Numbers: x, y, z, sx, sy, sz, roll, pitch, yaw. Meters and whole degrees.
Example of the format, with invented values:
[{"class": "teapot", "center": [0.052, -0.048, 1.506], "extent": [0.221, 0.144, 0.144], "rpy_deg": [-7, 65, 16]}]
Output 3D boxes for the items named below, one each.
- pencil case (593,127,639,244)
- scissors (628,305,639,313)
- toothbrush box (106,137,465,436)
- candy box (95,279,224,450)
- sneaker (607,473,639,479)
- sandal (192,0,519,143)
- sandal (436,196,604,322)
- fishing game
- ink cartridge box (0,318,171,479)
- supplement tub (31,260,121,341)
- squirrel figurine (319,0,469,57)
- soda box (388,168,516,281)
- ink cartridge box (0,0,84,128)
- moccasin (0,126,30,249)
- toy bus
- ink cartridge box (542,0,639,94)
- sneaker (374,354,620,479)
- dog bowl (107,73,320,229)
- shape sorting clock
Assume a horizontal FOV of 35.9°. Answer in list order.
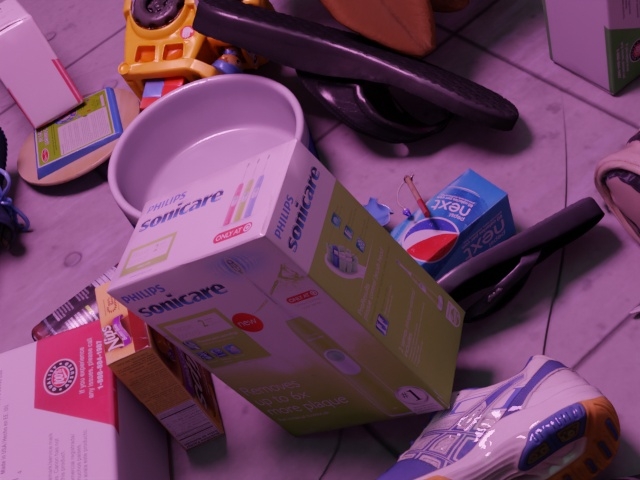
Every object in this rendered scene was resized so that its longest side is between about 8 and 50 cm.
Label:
[{"class": "pencil case", "center": [0.481, -0.130, 1.055], "extent": [0.410, 0.160, 0.183], "rpy_deg": [-38, 24, -15]}, {"class": "scissors", "center": [0.472, 0.036, 1.012], "extent": [0.297, 0.021, 0.109], "rpy_deg": [-27, 48, -5]}, {"class": "toothbrush box", "center": [-0.025, 0.060, 0.960], "extent": [0.206, 0.283, 0.122], "rpy_deg": [-18, 40, 36]}, {"class": "candy box", "center": [-0.169, 0.130, 1.054], "extent": [0.053, 0.186, 0.109], "rpy_deg": [-23, 48, 2]}, {"class": "sneaker", "center": [0.316, 0.221, 0.872], "extent": [0.188, 0.078, 0.067], "rpy_deg": [-13, 47, 10]}, {"class": "sandal", "center": [0.040, -0.208, 1.294], "extent": [0.446, 0.107, 0.167], "rpy_deg": [21, 21, 14]}, {"class": "sandal", "center": [0.204, 0.035, 1.071], "extent": [0.254, 0.097, 0.054], "rpy_deg": [-30, 74, -5]}, {"class": "fishing game", "center": [0.000, 0.000, 1.157], "extent": [0.264, 0.041, 0.189], "rpy_deg": [-30, 20, 8]}, {"class": "ink cartridge box", "center": [-0.357, 0.281, 1.012], "extent": [0.385, 0.160, 0.279], "rpy_deg": [-18, 47, 5]}, {"class": "supplement tub", "center": [-0.234, 0.087, 1.172], "extent": [0.198, 0.106, 0.106], "rpy_deg": [-38, 49, -14]}, {"class": "squirrel figurine", "center": [0.047, -0.459, 1.367], "extent": [0.397, 0.281, 0.370], "rpy_deg": [15, 24, 1]}, {"class": "soda box", "center": [0.121, 0.015, 1.125], "extent": [0.210, 0.071, 0.067], "rpy_deg": [-39, 49, -14]}, {"class": "ink cartridge box", "center": [-0.463, -0.286, 1.514], "extent": [0.092, 0.158, 0.218], "rpy_deg": [-33, 36, -9]}, {"class": "moccasin", "center": [-0.463, -0.011, 1.344], "extent": [0.117, 0.137, 0.342], "rpy_deg": [-3, 64, 12]}, {"class": "toy bus", "center": [-0.180, -0.254, 1.430], "extent": [0.220, 0.149, 0.211], "rpy_deg": [-2, 64, 15]}, {"class": "ink cartridge box", "center": [0.423, -0.358, 1.241], "extent": [0.289, 0.211, 0.121], "rpy_deg": [-36, 47, -13]}, {"class": "sneaker", "center": [0.134, 0.216, 0.946], "extent": [0.296, 0.112, 0.131], "rpy_deg": [-26, 30, -4]}, {"class": "dog bowl", "center": [-0.135, -0.092, 1.289], "extent": [0.265, 0.104, 0.265], "rpy_deg": [-10, 49, 12]}, {"class": "shape sorting clock", "center": [-0.358, -0.154, 1.467], "extent": [0.206, 0.040, 0.206], "rpy_deg": [-13, 41, 12]}]
